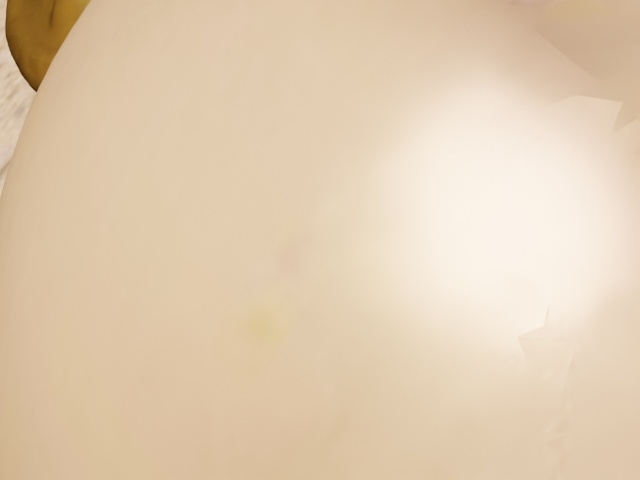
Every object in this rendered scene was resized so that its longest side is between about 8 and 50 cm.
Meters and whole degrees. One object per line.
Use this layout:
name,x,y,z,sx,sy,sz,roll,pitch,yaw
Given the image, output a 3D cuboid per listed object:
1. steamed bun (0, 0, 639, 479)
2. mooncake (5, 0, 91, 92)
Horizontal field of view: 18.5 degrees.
steamed bun,0.066,0.037,0.546,0.334,0.334,0.374,-37,37,9
mooncake,-0.072,-0.146,1.053,0.235,0.117,0.235,-25,38,21
